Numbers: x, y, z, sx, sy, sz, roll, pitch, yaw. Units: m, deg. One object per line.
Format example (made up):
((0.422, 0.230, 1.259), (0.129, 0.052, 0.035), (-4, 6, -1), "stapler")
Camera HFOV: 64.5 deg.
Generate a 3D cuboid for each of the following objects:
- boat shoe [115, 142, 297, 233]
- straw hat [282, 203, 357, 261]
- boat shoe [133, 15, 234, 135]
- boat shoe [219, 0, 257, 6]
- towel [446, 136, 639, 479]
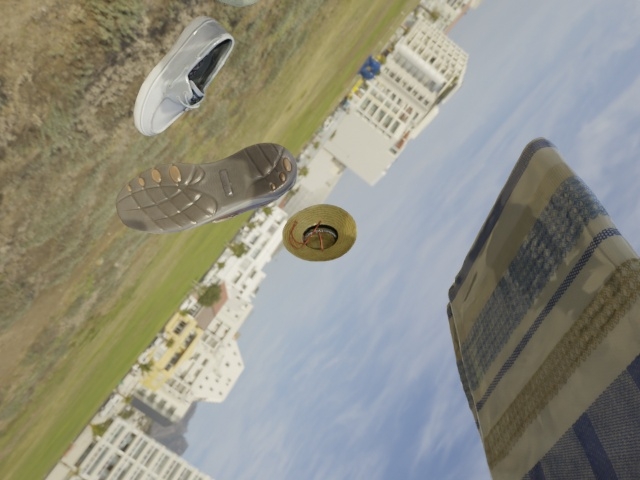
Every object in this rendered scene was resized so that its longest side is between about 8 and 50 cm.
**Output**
((-0.195, -0.080, 0.907), (0.325, 0.123, 0.116), (-11, 173, 1), "boat shoe")
((0.000, 0.000, 0.990), (0.144, 0.145, 0.061), (-56, 158, -28), "straw hat")
((-0.184, -0.214, 0.695), (0.184, 0.063, 0.066), (-51, 159, 1), "boat shoe")
((-0.022, -0.377, 0.454), (0.340, 0.127, 0.113), (-44, -141, 50), "boat shoe")
((0.162, 0.071, 0.372), (0.285, 0.034, 0.209), (-88, -169, -54), "towel")
